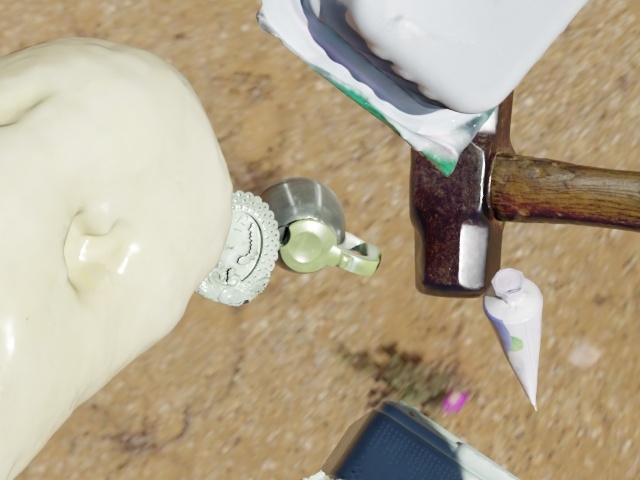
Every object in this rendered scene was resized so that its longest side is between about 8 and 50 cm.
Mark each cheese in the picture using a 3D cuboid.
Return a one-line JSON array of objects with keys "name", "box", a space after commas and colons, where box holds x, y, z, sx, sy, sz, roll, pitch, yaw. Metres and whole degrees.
[{"name": "cheese", "box": [-0.186, 0.002, 0.864, 0.248, 0.251, 0.173, 13, 133, 44]}]

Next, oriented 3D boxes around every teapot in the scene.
[{"name": "teapot", "box": [-0.002, -0.008, 1.773, 0.124, 0.091, 0.092, -6, 112, -6]}]

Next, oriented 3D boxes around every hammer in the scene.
[{"name": "hammer", "box": [0.269, -0.046, 1.756, 0.409, 0.095, 0.242, 8, 96, 33]}]

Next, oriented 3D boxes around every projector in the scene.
[{"name": "projector", "box": [0.126, 0.240, 1.532, 0.257, 0.192, 0.099, 35, 79, 2]}]

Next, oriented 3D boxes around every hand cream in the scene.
[{"name": "hand cream", "box": [0.175, 0.080, 1.616, 0.053, 0.084, 0.142, -11, 139, 3]}]

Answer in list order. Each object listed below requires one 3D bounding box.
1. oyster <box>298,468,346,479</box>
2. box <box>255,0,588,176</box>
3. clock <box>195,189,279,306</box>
[{"name": "oyster", "box": [-0.002, 0.212, 1.157, 0.064, 0.177, 0.125, 28, 99, 20]}, {"name": "box", "box": [0.137, -0.236, 1.464, 0.264, 0.106, 0.336, 36, 98, -30]}, {"name": "clock", "box": [-0.063, 0.005, 1.297, 0.074, 0.010, 0.083, 19, 87, -27]}]
